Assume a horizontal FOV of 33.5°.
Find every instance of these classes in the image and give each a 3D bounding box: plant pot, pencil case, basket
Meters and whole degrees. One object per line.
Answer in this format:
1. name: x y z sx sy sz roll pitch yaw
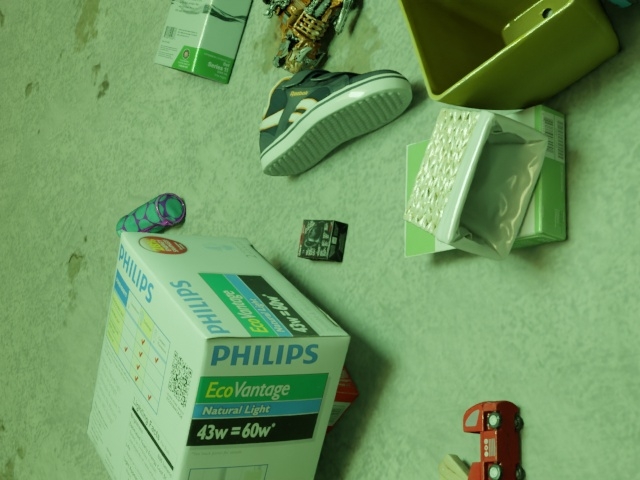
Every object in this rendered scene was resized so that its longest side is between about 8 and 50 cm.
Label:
1. plant pot: 0.247 -0.281 1.316 0.212 0.187 0.212 -34 55 33
2. pencil case: -0.324 -0.039 2.025 0.152 0.064 0.070 -26 45 44
3. basket: 0.187 -0.073 1.311 0.103 0.113 0.167 24 97 52

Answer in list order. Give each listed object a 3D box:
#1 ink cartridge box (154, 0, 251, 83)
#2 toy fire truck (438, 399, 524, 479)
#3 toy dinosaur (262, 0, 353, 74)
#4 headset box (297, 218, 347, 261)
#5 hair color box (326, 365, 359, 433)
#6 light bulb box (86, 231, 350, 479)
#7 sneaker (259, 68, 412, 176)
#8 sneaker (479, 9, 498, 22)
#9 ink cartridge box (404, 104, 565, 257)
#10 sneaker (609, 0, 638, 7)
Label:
1. ink cartridge box: -0.215 -0.412 1.985 0.153 0.087 0.208 24 99 50
2. toy fire truck: 0.189 0.301 1.336 0.135 0.047 0.192 -17 66 48
3. toy dinosaur: -0.016 -0.439 1.752 0.218 0.164 0.322 25 80 36
4. headset box: 0.000 0.000 1.657 0.083 0.032 0.062 1 80 51
5. hair color box: -0.017 0.197 1.604 0.093 0.053 0.167 -55 43 26
6. light bulb box: -0.168 0.219 1.571 0.358 0.225 0.361 40 122 52
7. sneaker: 0.006 -0.213 1.638 0.321 0.126 0.127 -26 66 45
8. sneaker: 0.197 -0.294 1.497 0.134 0.051 0.070 13 91 54
9. ink cartridge box: 0.214 -0.068 1.407 0.235 0.056 0.171 -14 69 49
10. sneaker: 0.391 -0.448 1.255 0.140 0.125 0.340 3 84 45
